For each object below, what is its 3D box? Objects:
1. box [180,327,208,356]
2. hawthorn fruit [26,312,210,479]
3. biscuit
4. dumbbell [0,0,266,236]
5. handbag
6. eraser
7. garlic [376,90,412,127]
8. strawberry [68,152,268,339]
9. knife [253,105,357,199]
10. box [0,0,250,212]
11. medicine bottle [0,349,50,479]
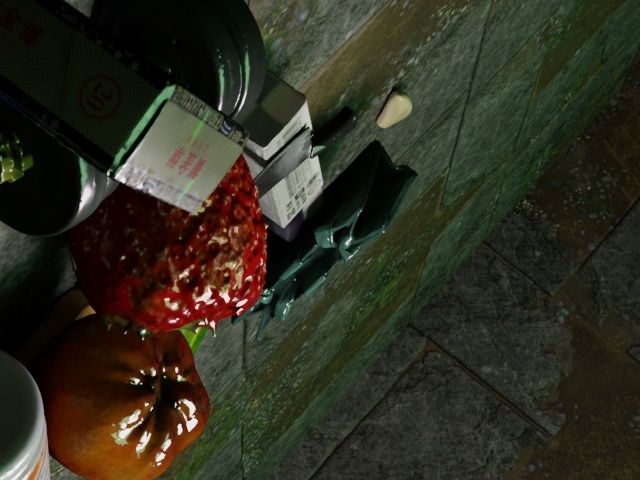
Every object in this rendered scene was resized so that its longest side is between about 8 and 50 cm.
[{"bbox_3d":[-0.239,0.135,2.148,0.097,0.134,0.346,-32,156,-52],"label":"box"},{"bbox_3d":[-0.268,0.196,1.871,0.260,0.224,0.224,-9,-158,46],"label":"hawthorn fruit"},{"bbox_3d":[-0.394,0.219,2.030,0.312,0.057,0.351,-36,159,-50],"label":"biscuit"},{"bbox_3d":[-0.205,-0.145,1.468,0.388,0.185,0.185,-38,161,-44],"label":"dumbbell"},{"bbox_3d":[0.000,-0.001,2.394,0.326,0.089,0.238,-40,-167,32],"label":"handbag"},{"bbox_3d":[-0.065,-0.115,2.146,0.098,0.096,0.404,-50,166,-12],"label":"eraser"},{"bbox_3d":[0.129,-0.226,2.593,0.053,0.041,0.083,-27,160,-48],"label":"garlic"},{"bbox_3d":[-0.170,-0.029,1.767,0.257,0.257,0.277,-18,123,-65],"label":"strawberry"},{"bbox_3d":[-0.033,-0.116,2.014,0.230,0.028,0.060,-41,150,-29],"label":"knife"},{"bbox_3d":[-0.218,-0.150,1.148,0.084,0.310,0.198,-54,165,2],"label":"box"},{"bbox_3d":[-0.416,0.282,1.762,0.202,0.202,0.316,-42,158,-32],"label":"medicine bottle"}]
